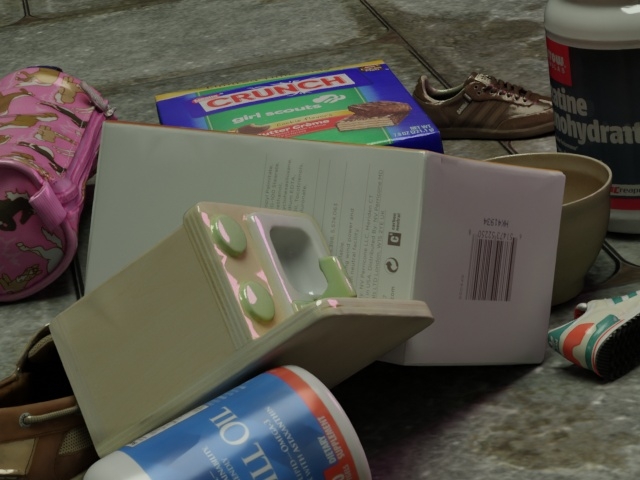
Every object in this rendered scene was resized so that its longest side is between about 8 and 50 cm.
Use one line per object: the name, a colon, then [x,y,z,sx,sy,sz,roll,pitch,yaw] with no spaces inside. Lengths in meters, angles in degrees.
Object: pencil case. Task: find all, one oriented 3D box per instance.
pencil case: [-0.316,-0.067,2.054,0.160,0.167,0.386,24,19,-7]

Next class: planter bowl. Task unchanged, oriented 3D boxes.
planter bowl: [0.188,-0.004,1.750,0.162,0.109,0.162,-7,21,3]

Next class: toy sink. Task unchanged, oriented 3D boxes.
toy sink: [-0.061,0.056,1.448,0.234,0.131,0.153,-34,-21,29]

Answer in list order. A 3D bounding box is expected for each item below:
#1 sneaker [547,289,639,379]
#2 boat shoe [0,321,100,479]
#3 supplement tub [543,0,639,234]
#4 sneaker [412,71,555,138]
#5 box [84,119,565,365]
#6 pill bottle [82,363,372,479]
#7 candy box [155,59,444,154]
sneaker: [0.257,0.061,1.624,0.075,0.057,0.161,19,36,41]
boat shoe: [-0.182,0.122,1.538,0.123,0.116,0.324,1,19,23]
supplement tub: [0.319,-0.159,1.882,0.191,0.272,0.191,-8,20,3]
sneaker: [0.195,-0.158,2.216,0.188,0.071,0.066,-3,21,16]
box: [0.000,0.000,1.638,0.345,0.168,0.215,7,2,37]
pill bottle: [-0.085,0.184,1.316,0.221,0.124,0.124,-28,27,-24]
candy box: [-0.024,-0.082,2.026,0.268,0.122,0.317,-11,19,-6]
